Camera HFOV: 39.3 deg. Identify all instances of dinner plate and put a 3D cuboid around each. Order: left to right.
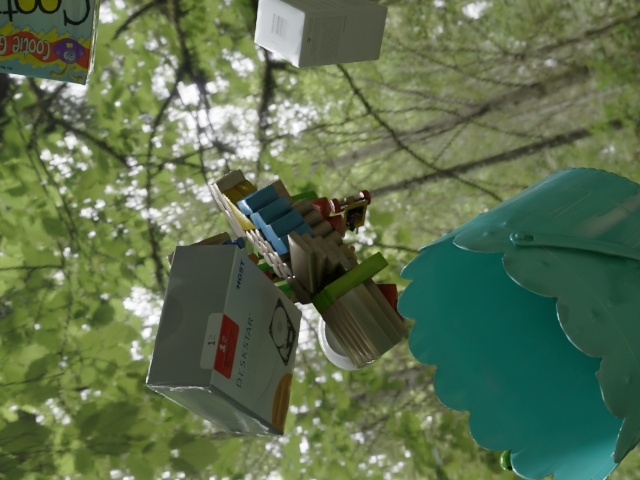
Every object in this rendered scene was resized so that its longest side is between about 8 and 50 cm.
[{"bbox_3d":[0.049,0.159,1.578,0.017,0.141,0.141,3,-108,-57],"label":"dinner plate"}]

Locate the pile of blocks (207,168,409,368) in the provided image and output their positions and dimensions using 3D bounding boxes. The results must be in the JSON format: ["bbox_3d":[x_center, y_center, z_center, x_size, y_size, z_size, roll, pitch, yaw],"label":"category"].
[{"bbox_3d":[0.000,0.000,1.138,0.362,0.113,0.149,46,157,27],"label":"pile of blocks"}]

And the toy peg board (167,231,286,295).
[{"bbox_3d":[-0.137,0.063,1.426,0.160,0.079,0.161,64,-151,0],"label":"toy peg board"}]

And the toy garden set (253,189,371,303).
[{"bbox_3d":[-0.011,0.023,1.539,0.244,0.204,0.049,92,154,-43],"label":"toy garden set"}]

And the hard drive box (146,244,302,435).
[{"bbox_3d":[-0.114,0.134,1.145,0.232,0.089,0.181,50,-137,-58],"label":"hard drive box"}]

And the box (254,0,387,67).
[{"bbox_3d":[0.001,-0.351,1.463,0.170,0.130,0.091,-13,-55,-35],"label":"box"}]

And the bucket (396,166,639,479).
[{"bbox_3d":[0.227,0.077,0.849,0.183,0.281,0.281,-33,-72,-23],"label":"bucket"}]

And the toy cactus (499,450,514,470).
[{"bbox_3d":[0.333,0.243,1.319,0.219,0.112,0.180,-21,-51,-27],"label":"toy cactus"}]

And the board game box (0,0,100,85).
[{"bbox_3d":[-0.322,-0.332,1.035,0.142,0.144,0.275,-125,43,-71],"label":"board game box"}]
